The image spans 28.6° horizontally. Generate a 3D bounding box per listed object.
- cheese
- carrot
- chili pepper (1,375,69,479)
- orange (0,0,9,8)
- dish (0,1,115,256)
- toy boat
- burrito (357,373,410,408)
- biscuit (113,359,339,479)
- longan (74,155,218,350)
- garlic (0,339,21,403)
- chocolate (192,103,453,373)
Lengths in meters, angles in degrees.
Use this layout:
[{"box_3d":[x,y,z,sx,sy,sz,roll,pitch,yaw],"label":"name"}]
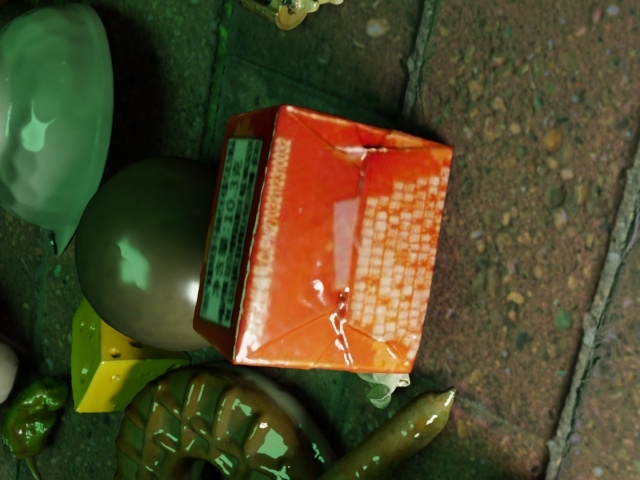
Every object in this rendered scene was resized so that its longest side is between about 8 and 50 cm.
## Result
[{"box_3d":[-0.263,0.123,1.576,0.171,0.126,0.093,55,130,39],"label":"cheese"},{"box_3d":[0.017,0.271,1.320,0.342,0.070,0.070,-41,74,4],"label":"carrot"},{"box_3d":[-0.399,0.252,1.716,0.073,0.072,0.204,62,139,30],"label":"chili pepper"},{"box_3d":[-0.474,-0.385,1.429,0.357,0.322,0.322,-4,100,41],"label":"orange"},{"box_3d":[-0.344,-0.144,1.462,0.303,0.120,0.303,-10,78,57],"label":"dish"},{"box_3d":[-0.077,-0.288,1.309,0.226,0.068,0.088,33,127,26],"label":"toy boat"},{"box_3d":[0.013,0.050,1.343,0.082,0.059,0.275,-41,77,45],"label":"burrito"},{"box_3d":[-0.108,0.297,1.479,0.332,0.103,0.332,11,109,35],"label":"biscuit"},{"box_3d":[-0.172,0.019,1.392,0.197,0.196,0.220,-17,96,40],"label":"longan"},{"box_3d":[-0.527,0.185,1.697,0.237,0.292,0.210,-40,82,-3],"label":"garlic"},{"box_3d":[0.000,0.000,1.201,0.108,0.235,0.237,14,95,47],"label":"chocolate"}]
